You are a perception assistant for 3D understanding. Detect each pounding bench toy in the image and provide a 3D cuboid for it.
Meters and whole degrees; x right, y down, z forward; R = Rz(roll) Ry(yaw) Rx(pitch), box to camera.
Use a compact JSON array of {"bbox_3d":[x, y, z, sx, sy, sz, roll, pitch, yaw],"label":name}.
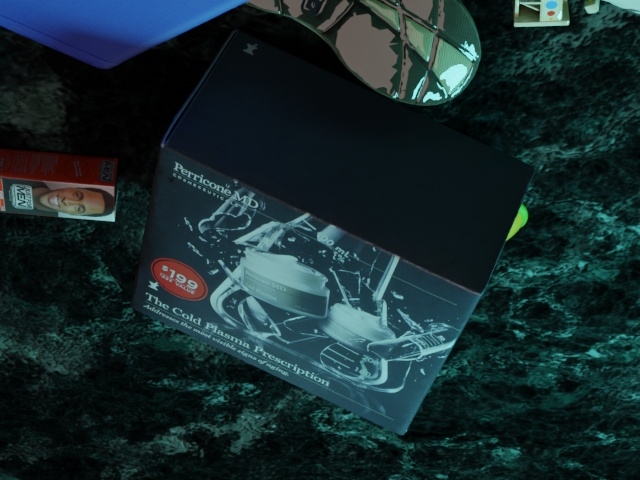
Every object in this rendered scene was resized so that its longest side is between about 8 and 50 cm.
[{"bbox_3d":[0.222,-0.242,1.416,0.083,0.052,0.065,-1,146,4],"label":"pounding bench toy"}]

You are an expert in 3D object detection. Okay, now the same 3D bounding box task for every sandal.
[{"bbox_3d":[0.021,-0.238,1.412,0.303,0.086,0.120,31,116,-11],"label":"sandal"}]

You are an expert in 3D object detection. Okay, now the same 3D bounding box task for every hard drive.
[{"bbox_3d":[-0.214,-0.238,1.354,0.210,0.040,0.319,22,163,-27],"label":"hard drive"}]

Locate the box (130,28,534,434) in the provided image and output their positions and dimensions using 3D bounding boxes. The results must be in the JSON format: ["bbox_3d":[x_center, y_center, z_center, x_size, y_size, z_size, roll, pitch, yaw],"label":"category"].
[{"bbox_3d":[0.000,0.000,1.588,0.343,0.179,0.312,25,144,4],"label":"box"}]

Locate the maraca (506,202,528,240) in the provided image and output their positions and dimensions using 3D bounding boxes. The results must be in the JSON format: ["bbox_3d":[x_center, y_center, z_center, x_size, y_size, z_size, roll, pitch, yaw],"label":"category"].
[{"bbox_3d":[0.139,-0.044,1.680,0.186,0.099,0.127,13,158,7],"label":"maraca"}]

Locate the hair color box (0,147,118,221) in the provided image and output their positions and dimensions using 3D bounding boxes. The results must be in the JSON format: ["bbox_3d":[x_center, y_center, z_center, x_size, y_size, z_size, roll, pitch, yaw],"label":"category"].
[{"bbox_3d":[-0.303,-0.063,1.722,0.141,0.043,0.072,4,145,-4],"label":"hair color box"}]

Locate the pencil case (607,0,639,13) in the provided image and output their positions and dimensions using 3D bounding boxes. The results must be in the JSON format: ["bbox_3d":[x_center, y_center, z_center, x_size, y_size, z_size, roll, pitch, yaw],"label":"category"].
[{"bbox_3d":[0.335,-0.250,1.304,0.410,0.160,0.183,13,131,-16],"label":"pencil case"}]
